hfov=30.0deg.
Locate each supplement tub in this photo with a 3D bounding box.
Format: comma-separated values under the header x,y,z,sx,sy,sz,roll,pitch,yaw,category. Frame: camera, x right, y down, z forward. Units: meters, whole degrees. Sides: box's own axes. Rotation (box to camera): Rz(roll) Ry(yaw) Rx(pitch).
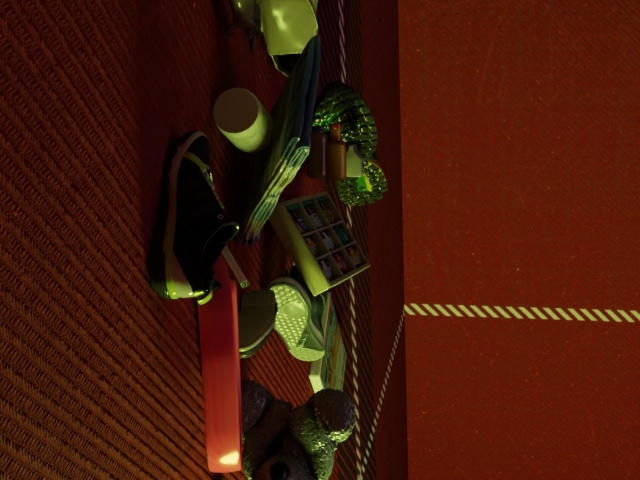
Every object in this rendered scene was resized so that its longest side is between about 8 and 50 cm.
x,y,z,sx,sy,sz,roll,pitch,yaw,category
-0.109,-0.171,1.712,0.107,0.071,0.071,45,47,-75,supplement tub

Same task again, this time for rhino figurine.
x,y,z,sx,sy,sz,roll,pitch,yaw,category
-0.110,-0.379,1.681,0.106,0.073,0.243,-78,167,-60,rhino figurine

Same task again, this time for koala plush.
x,y,z,sx,sy,sz,roll,pitch,yaw,category
-0.054,0.355,1.782,0.203,0.196,0.221,95,0,-49,koala plush

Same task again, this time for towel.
x,y,z,sx,sy,sz,roll,pitch,yaw,category
-0.058,-0.142,1.771,0.285,0.034,0.209,123,-21,-53,towel

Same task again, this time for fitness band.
x,y,z,sx,sy,sz,roll,pitch,yaw,category
-0.132,0.157,1.545,0.209,0.054,0.291,-101,-172,-70,fitness band

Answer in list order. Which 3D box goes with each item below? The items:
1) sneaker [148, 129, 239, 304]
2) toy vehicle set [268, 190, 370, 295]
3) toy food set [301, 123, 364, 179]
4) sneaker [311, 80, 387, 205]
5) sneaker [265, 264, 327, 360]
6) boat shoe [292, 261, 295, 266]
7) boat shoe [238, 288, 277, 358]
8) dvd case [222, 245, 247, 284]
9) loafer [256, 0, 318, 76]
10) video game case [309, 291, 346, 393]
x,y,z,sx,sy,sz,roll,pitch,yaw,category
-0.143,-0.026,1.467,0.084,0.097,0.235,72,22,-62,sneaker
0.000,0.000,2.120,0.166,0.035,0.267,59,18,3,toy vehicle set
0.023,-0.176,2.317,0.232,0.111,0.105,-23,114,-74,toy food set
0.047,-0.217,2.499,0.344,0.134,0.146,74,0,-56,sneaker
-0.043,0.085,2.079,0.226,0.086,0.163,71,18,-52,sneaker
-0.029,0.026,2.231,0.048,0.056,0.153,-66,163,-76,boat shoe
-0.099,0.138,1.802,0.206,0.075,0.065,-74,160,-69,boat shoe
-0.124,0.024,1.629,0.087,0.013,0.119,59,-6,3,dvd case
-0.048,-0.351,1.944,0.268,0.101,0.092,63,24,-70,loafer
0.018,0.269,2.600,0.285,0.025,0.204,76,19,-57,video game case
